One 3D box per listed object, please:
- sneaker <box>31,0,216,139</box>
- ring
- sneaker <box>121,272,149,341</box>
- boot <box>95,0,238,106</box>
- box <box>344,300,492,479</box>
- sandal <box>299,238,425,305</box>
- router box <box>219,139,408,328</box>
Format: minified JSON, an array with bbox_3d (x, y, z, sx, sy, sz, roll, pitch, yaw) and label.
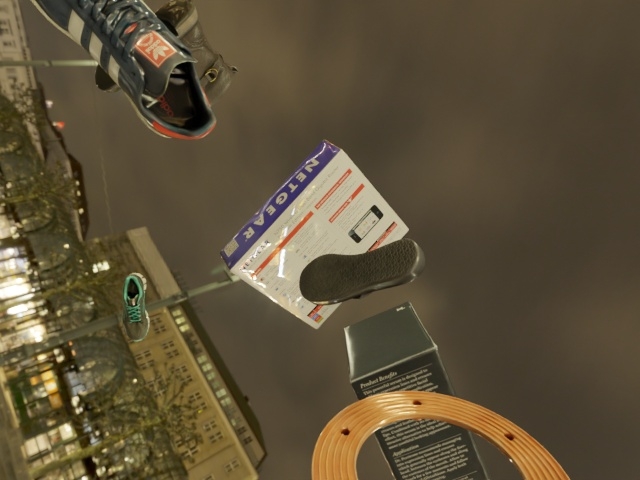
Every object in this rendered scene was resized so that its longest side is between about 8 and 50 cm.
[{"bbox_3d":[-0.258,-0.281,0.585,0.148,0.131,0.350,28,-17,40],"label":"sneaker"},{"bbox_3d":[0.155,0.313,0.560,0.336,0.336,0.032,20,-66,47],"label":"ring"},{"bbox_3d":[-0.449,0.157,1.026,0.076,0.064,0.167,138,-57,-70],"label":"sneaker"},{"bbox_3d":[-0.298,-0.335,0.889,0.091,0.263,0.229,43,-9,23],"label":"boot"},{"bbox_3d":[0.235,0.411,1.101,0.293,0.211,0.396,-86,153,-79],"label":"box"},{"bbox_3d":[0.066,0.067,0.750,0.254,0.054,0.097,-13,-127,36],"label":"sandal"},{"bbox_3d":[0.000,0.000,0.969,0.301,0.335,0.082,43,1,-38],"label":"router box"}]
